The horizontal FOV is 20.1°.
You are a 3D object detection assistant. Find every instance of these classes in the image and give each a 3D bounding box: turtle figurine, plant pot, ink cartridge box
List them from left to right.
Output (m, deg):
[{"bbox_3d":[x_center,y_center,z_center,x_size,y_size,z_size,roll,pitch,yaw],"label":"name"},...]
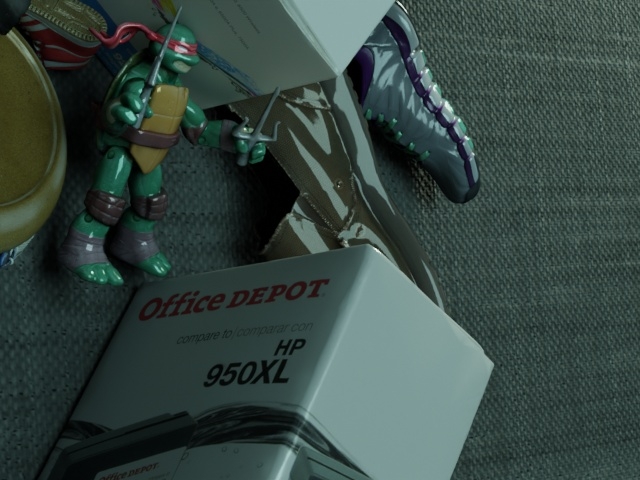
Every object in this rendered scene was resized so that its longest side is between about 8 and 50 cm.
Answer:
[{"bbox_3d":[-0.277,-0.102,1.340,0.236,0.032,0.236,27,50,-37],"label":"plant pot"},{"bbox_3d":[-0.126,-0.082,1.420,0.175,0.118,0.234,3,117,-45],"label":"turtle figurine"},{"bbox_3d":[-0.079,0.215,1.356,0.166,0.285,0.395,45,55,-30],"label":"ink cartridge box"},{"bbox_3d":[-0.069,-0.226,1.467,0.168,0.233,0.171,52,52,-26],"label":"ink cartridge box"}]

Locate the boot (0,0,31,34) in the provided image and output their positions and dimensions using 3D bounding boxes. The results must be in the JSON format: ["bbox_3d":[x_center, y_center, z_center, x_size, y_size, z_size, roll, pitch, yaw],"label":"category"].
[{"bbox_3d":[-0.188,-0.274,1.249,0.223,0.338,0.118,-42,87,-7],"label":"boot"}]

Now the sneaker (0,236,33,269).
[{"bbox_3d":[-0.249,0.004,1.379,0.135,0.058,0.052,-46,115,-39],"label":"sneaker"}]

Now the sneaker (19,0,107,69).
[{"bbox_3d":[-0.230,-0.180,1.445,0.118,0.067,0.042,35,58,-1],"label":"sneaker"}]

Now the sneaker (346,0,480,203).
[{"bbox_3d":[0.067,-0.119,1.715,0.098,0.083,0.223,-33,106,-18],"label":"sneaker"}]

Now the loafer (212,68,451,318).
[{"bbox_3d":[0.000,0.000,1.598,0.130,0.134,0.365,-24,91,-21],"label":"loafer"}]
